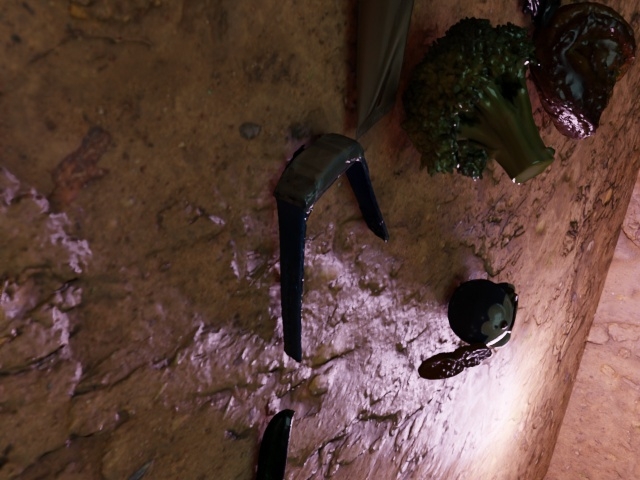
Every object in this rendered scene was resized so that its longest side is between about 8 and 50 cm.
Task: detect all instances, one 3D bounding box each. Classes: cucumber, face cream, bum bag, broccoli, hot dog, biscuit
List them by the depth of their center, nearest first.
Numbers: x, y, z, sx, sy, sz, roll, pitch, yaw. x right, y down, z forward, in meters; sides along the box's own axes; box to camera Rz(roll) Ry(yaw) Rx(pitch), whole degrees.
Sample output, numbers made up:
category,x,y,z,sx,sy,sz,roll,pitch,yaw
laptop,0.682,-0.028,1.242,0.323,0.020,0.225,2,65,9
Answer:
category,x,y,z,sx,sy,sz,roll,pitch,yaw
face cream,0.092,-0.318,0.893,0.137,0.084,0.342,-47,149,-44
broccoli,0.253,-0.214,1.052,0.288,0.235,0.260,0,83,-51
cucumber,-0.085,0.395,1.057,0.056,0.056,0.285,-10,119,-52
bum bag,0.425,-0.527,1.253,0.248,0.060,0.123,24,94,-55
biscuit,0.308,0.278,1.475,0.124,0.175,0.026,42,29,-49
hot dog,0.606,-0.389,1.486,0.387,0.174,0.267,22,92,-58

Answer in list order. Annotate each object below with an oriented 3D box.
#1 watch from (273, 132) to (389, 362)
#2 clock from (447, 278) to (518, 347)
category,x,y,z,sx,sy,sz,roll,pitch,yaw
watch,-0.008,0.005,0.947,0.276,0.068,0.275,-54,149,-22
clock,0.393,0.182,1.533,0.243,0.146,0.200,27,81,-61
